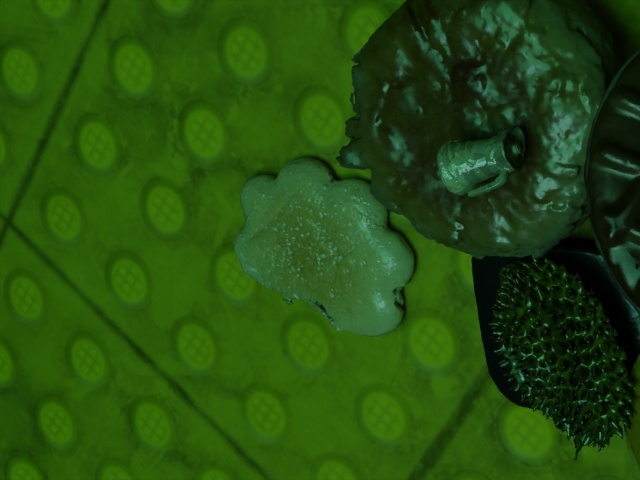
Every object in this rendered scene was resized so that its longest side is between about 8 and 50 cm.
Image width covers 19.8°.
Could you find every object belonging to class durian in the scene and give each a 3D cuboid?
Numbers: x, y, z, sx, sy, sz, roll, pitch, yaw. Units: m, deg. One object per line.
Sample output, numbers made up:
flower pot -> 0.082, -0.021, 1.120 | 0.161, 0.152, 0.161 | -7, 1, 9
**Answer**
durian -> 0.243, 0.126, 1.908 | 0.221, 0.095, 0.137 | 63, 150, 1

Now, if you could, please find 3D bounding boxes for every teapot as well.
teapot -> 0.164, -0.078, 1.814 | 0.083, 0.057, 0.067 | -21, 59, 32

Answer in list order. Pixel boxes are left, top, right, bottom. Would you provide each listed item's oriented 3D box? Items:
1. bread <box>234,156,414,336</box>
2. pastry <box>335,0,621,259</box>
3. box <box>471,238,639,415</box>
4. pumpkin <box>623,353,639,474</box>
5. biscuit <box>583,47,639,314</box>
bread -> 0.000, 0.000, 2.152 | 0.251, 0.039, 0.182 | 27, 121, 27
pastry -> 0.180, -0.130, 1.908 | 0.329, 0.136, 0.330 | 13, 112, 33
box -> 0.264, 0.095, 1.986 | 0.212, 0.042, 0.201 | 0, 106, 38
pumpkin -> 0.424, 0.180, 1.853 | 0.217, 0.110, 0.217 | 12, 106, 52
biscuit -> 0.390, -0.033, 1.733 | 0.268, 0.115, 0.366 | -24, 84, -2
